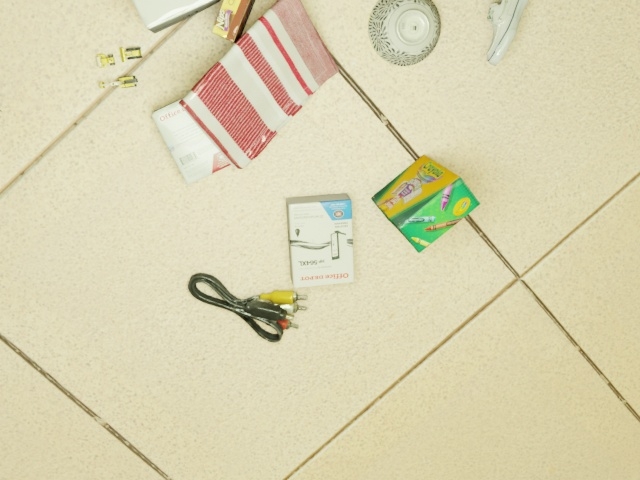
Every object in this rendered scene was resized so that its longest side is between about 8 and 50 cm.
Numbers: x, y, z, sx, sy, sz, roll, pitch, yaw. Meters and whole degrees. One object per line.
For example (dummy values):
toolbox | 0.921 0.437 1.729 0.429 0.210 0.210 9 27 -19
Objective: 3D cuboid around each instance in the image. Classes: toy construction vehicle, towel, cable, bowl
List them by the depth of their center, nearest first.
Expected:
towel | -0.119 -0.329 1.593 0.329 0.037 0.237 -48 140 -7
toy construction vehicle | -0.433 -0.372 1.636 0.098 0.035 0.085 -6 106 -6
bowl | 0.196 -0.471 1.673 0.170 0.080 0.170 -2 105 -8
cable | -0.178 0.156 1.820 0.288 0.072 0.139 16 120 0

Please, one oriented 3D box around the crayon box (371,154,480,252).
crayon box | 0.225 -0.088 1.677 0.165 0.278 0.081 -39 107 3

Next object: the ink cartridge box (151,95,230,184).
ink cartridge box | -0.276 -0.232 1.676 0.128 0.072 0.175 -25 108 -1

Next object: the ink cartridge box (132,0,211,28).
ink cartridge box | -0.303 -0.529 1.509 0.168 0.232 0.171 -26 107 -3

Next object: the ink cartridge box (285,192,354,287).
ink cartridge box | 0.000 0.000 1.771 0.148 0.086 0.203 -5 105 -7

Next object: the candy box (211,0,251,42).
candy box | -0.177 -0.468 1.566 0.053 0.186 0.109 22 102 -10

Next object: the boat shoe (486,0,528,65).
boat shoe | 0.411 -0.508 1.702 0.076 0.083 0.226 23 89 -1
